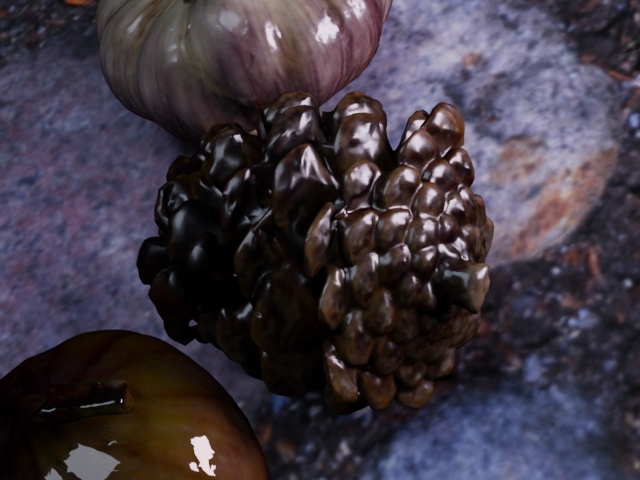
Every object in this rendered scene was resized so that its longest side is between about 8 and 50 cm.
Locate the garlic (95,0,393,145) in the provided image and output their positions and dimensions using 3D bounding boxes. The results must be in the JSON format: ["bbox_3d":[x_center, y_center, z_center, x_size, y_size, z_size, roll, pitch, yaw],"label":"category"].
[{"bbox_3d":[-0.053,-0.161,1.367,0.245,0.160,0.245,-18,30,11],"label":"garlic"}]

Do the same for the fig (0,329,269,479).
[{"bbox_3d":[-0.154,0.167,1.142,0.235,0.214,0.235,-23,55,37],"label":"fig"}]

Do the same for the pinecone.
[{"bbox_3d":[0.000,0.000,1.185,0.272,0.224,0.224,18,65,40],"label":"pinecone"}]
